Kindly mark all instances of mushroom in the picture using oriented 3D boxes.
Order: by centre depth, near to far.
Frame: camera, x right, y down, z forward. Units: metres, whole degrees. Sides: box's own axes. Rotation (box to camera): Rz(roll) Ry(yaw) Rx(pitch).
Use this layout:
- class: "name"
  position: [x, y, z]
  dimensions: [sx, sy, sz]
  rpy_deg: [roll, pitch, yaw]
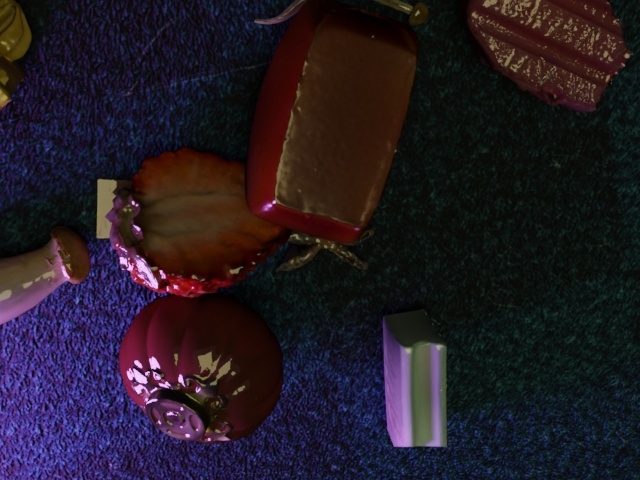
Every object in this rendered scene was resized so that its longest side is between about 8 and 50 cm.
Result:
- class: "mushroom"
  position: [0.039, -0.408, 1.396]
  dimensions: [0.306, 0.043, 0.068]
  rpy_deg: [0, 86, -9]
- class: "mushroom"
  position: [-0.574, 0.084, 1.419]
  dimensions: [0.350, 0.128, 0.128]
  rpy_deg: [-25, 113, -4]

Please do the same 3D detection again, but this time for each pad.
- class: "pad"
  position: [-0.313, -0.055, 1.477]
  dimensions: [0.187, 0.006, 0.113]
  rpy_deg: [2, 108, -12]

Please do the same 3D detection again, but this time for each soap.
- class: "soap"
  position: [0.384, -0.375, 1.424]
  dimensions: [0.324, 0.127, 0.220]
  rpy_deg: [22, 104, -17]
- class: "soap"
  position: [0.187, 0.296, 1.619]
  dimensions: [0.095, 0.173, 0.290]
  rpy_deg: [-7, 113, -7]

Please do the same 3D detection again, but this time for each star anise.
- class: "star anise"
  position: [0.004, -0.016, 1.523]
  dimensions: [0.207, 0.063, 0.172]
  rpy_deg: [0, 109, -11]

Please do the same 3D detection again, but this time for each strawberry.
- class: "strawberry"
  position: [-0.201, -0.022, 1.424]
  dimensions: [0.336, 0.265, 0.149]
  rpy_deg: [-12, 156, -25]

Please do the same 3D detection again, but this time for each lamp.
- class: "lamp"
  position: [-0.214, 0.229, 1.462]
  dimensions: [0.303, 0.257, 0.303]
  rpy_deg: [10, 129, 13]

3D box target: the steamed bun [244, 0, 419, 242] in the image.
- class: "steamed bun"
  position: [0.009, -0.198, 1.354]
  dimensions: [0.235, 0.248, 0.380]
  rpy_deg: [13, 93, -19]

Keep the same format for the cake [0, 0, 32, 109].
- class: "cake"
  position: [-0.586, -0.264, 1.226]
  dimensions: [0.222, 0.227, 0.286]
  rpy_deg: [38, 102, -26]
